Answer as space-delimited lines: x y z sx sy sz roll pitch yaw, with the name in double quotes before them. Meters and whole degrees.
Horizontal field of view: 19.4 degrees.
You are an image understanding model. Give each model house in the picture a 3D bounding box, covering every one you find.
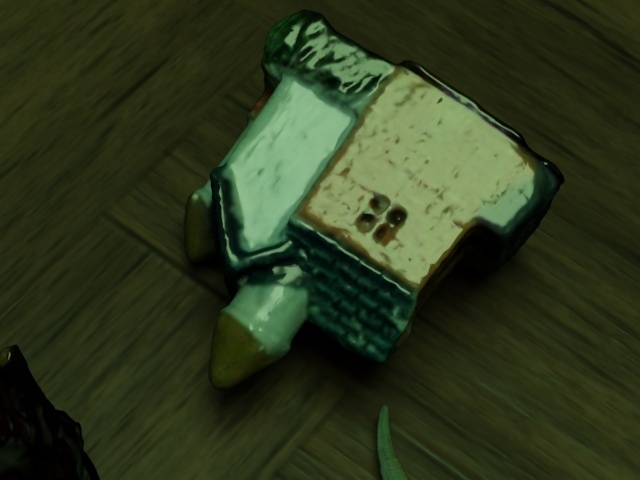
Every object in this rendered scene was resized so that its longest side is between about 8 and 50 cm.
"model house" 0.000 0.000 1.438 0.253 0.184 0.291 36 72 9

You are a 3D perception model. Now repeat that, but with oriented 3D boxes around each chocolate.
"chocolate" -0.257 0.156 1.276 0.206 0.177 0.224 9 54 -2

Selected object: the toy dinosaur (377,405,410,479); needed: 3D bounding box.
"toy dinosaur" 0.075 0.214 1.367 0.106 0.044 0.187 23 42 -8
